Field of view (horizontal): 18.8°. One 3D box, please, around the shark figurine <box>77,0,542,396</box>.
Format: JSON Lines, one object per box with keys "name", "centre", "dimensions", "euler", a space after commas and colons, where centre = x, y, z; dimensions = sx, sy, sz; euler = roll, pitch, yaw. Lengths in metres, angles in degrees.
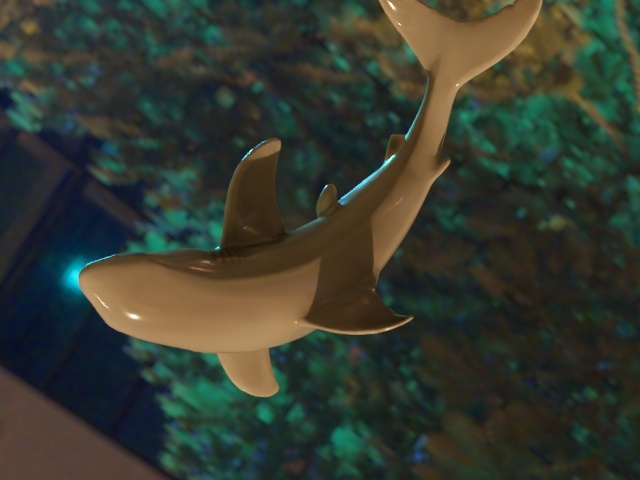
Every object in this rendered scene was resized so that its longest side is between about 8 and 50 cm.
{"name": "shark figurine", "centre": [0.023, -0.003, 1.032], "dimensions": [0.278, 0.166, 0.116], "euler": [-42, -141, -17]}
